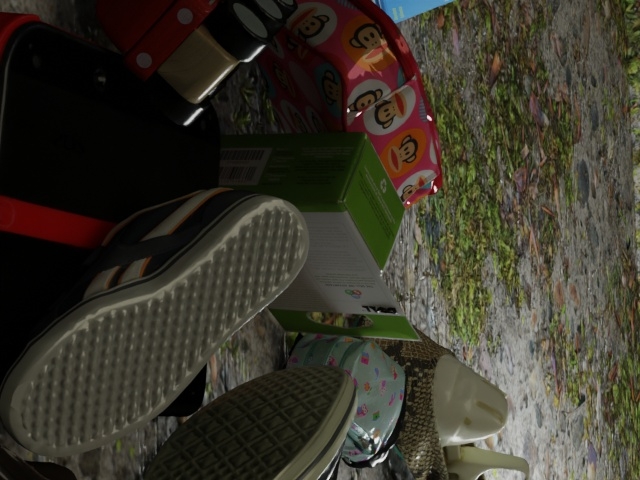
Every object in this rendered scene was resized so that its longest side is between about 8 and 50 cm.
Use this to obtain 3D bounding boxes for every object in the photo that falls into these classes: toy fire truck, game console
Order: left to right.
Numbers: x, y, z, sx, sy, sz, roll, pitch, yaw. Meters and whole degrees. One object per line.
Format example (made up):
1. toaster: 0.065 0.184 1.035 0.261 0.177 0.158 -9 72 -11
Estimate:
1. game console: -0.211 -0.011 1.390 0.386 0.060 0.342 15 77 -63
2. toy fire truck: -0.146 -0.265 1.422 0.246 0.158 0.217 43 22 -8

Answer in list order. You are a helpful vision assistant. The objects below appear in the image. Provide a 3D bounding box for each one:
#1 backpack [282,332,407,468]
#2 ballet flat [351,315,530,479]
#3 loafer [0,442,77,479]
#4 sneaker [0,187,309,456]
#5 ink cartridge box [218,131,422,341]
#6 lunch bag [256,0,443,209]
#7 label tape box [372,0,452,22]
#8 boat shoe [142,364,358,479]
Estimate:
1. backpack: 0.031 0.178 1.784 0.182 0.115 0.152 47 47 -49
2. ballet flat: 0.189 0.291 2.020 0.164 0.182 0.482 -55 134 -52
3. loafer: -0.246 0.217 1.251 0.220 0.080 0.078 62 24 -49
4. sneaker: -0.161 0.066 1.311 0.321 0.127 0.126 -37 122 -29
5. ink cartridge box: 0.000 0.000 1.652 0.255 0.189 0.097 58 43 -45
6. lunch bag: 0.011 -0.173 1.689 0.120 0.258 0.293 -36 143 -14
7. label tape box: 0.137 -0.444 2.049 0.249 0.115 0.347 67 25 -67
8. boat shoe: -0.085 0.301 1.427 0.156 0.187 0.500 69 29 -29
